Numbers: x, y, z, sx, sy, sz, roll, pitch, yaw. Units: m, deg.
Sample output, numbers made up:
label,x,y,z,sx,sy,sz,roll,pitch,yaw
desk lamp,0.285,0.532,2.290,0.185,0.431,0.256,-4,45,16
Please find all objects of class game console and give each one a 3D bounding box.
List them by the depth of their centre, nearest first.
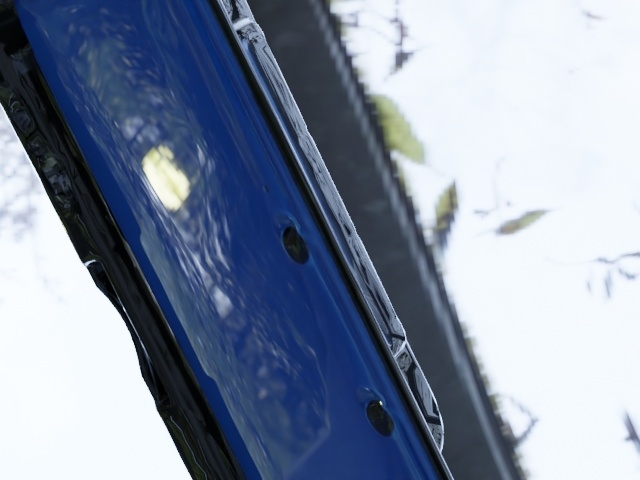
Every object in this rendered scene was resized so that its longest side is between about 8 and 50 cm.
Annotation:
label,x,y,z,sx,sy,sz,roll,pitch,yaw
game console,0.000,0.000,0.739,0.173,0.250,0.293,-19,-78,33
